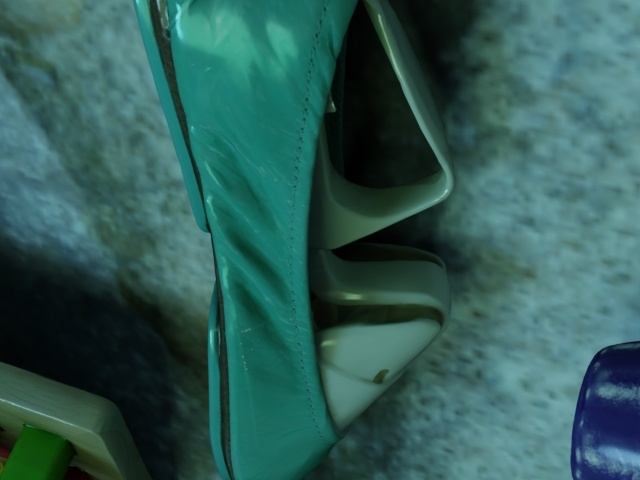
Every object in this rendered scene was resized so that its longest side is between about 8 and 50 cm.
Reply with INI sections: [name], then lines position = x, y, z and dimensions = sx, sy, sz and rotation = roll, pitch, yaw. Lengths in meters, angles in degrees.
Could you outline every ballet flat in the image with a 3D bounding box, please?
[ballet flat]
position = 0.000, 0.000, 0.486
dimensions = 0.087, 0.083, 0.247
rotation = 3, 130, 11

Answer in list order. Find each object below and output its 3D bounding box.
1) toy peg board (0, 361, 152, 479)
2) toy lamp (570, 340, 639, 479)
[toy peg board]
position = -0.158, 0.105, 0.619
dimensions = 0.161, 0.079, 0.160
rotation = 18, 154, 13
[toy lamp]
position = 0.209, 0.076, 0.424
dimensions = 0.275, 0.080, 0.080
rotation = 11, 130, 24
